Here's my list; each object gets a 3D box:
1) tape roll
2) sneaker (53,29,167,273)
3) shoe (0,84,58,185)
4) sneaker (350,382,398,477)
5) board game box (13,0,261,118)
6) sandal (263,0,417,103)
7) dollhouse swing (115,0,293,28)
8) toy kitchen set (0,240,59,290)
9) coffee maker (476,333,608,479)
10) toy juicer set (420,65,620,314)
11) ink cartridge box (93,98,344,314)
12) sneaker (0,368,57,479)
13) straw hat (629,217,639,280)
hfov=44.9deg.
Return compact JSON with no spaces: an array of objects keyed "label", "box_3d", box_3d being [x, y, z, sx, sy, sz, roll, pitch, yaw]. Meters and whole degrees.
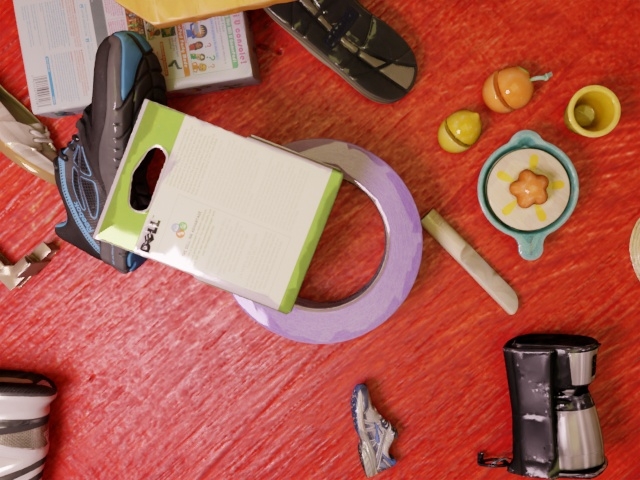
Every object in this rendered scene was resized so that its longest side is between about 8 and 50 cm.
[{"label":"tape roll","box_3d":[0.000,0.000,1.065,0.275,0.090,0.274,0,93,3]},{"label":"sneaker","box_3d":[-0.288,-0.111,1.006,0.140,0.125,0.340,20,122,11]},{"label":"shoe","box_3d":[-0.431,-0.163,1.084,0.219,0.076,0.058,43,99,2]},{"label":"sneaker","box_3d":[0.077,0.264,1.097,0.058,0.052,0.135,-11,99,-7]},{"label":"board game box","box_3d":[-0.250,-0.302,1.061,0.304,0.097,0.223,-8,93,4]},{"label":"sandal","box_3d":[0.006,-0.304,1.059,0.120,0.086,0.303,-43,105,-2]},{"label":"dollhouse swing","box_3d":[-0.117,-0.451,0.980,0.347,0.315,0.304,-12,109,3]},{"label":"toy kitchen set","box_3d":[-0.435,0.018,1.096,0.083,0.068,0.075,-44,90,3]},{"label":"coffee maker","box_3d":[0.293,0.221,1.045,0.171,0.120,0.178,-6,92,4]},{"label":"toy juicer set","box_3d":[0.245,-0.084,1.049,0.209,0.089,0.329,25,94,1]},{"label":"ink cartridge box","box_3d":[-0.122,-0.044,0.967,0.255,0.097,0.188,21,93,-2]},{"label":"sneaker","box_3d":[-0.603,0.302,1.066,0.448,0.169,0.257,6,91,0]},{"label":"straw hat","box_3d":[0.500,0.017,1.055,0.145,0.061,0.144,0,92,2]}]
